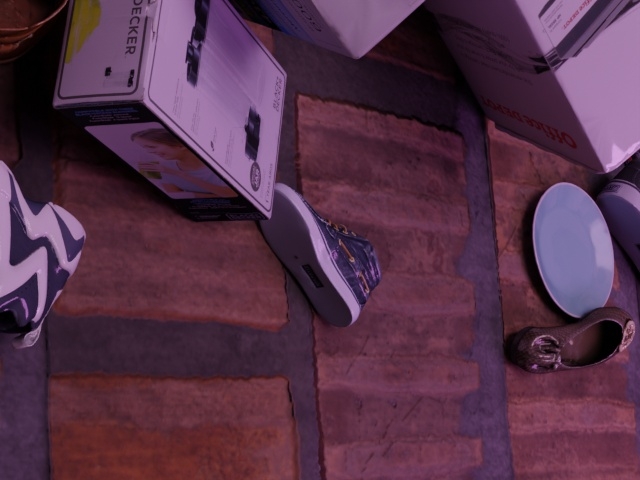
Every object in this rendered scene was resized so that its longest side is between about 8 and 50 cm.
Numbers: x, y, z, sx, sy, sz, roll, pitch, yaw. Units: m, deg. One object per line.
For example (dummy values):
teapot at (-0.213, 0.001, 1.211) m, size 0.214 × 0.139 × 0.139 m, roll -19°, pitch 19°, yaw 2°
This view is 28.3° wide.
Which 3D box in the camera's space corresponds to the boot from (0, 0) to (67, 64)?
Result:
boot at (-0.260, -0.197, 1.091) m, size 0.197 × 0.152 × 0.073 m, roll -44°, pitch 111°, yaw -42°

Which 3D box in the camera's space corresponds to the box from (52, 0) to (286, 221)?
box at (-0.128, -0.142, 1.174) m, size 0.290 × 0.087 × 0.169 m, roll 44°, pitch 48°, yaw -64°

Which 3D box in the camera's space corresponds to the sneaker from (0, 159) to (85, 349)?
sneaker at (-0.306, 0.008, 1.039) m, size 0.235 × 0.094 × 0.153 m, roll 43°, pitch 44°, yaw -42°

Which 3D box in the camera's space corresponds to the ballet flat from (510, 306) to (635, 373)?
ballet flat at (0.346, 0.136, 1.670) m, size 0.250 × 0.058 × 0.084 m, roll -3°, pitch 105°, yaw -44°

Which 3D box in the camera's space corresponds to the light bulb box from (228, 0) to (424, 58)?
light bulb box at (-0.049, -0.389, 1.167) m, size 0.225 × 0.361 × 0.358 m, roll -42°, pitch 114°, yaw -5°

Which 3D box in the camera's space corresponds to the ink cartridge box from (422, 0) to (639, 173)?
ink cartridge box at (0.234, -0.301, 1.471) m, size 0.166 × 0.285 × 0.395 m, roll -38°, pitch 119°, yaw -6°

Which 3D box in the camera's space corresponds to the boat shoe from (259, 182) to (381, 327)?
boat shoe at (0.000, 0.000, 1.375) m, size 0.083 × 0.065 × 0.183 m, roll -52°, pitch 122°, yaw -42°

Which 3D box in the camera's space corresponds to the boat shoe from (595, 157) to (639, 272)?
boat shoe at (0.515, 0.017, 1.844) m, size 0.306 × 0.113 × 0.105 m, roll 50°, pitch 64°, yaw -13°

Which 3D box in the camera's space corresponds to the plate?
plate at (0.339, 0.015, 1.732) m, size 0.188 × 0.024 × 0.188 m, roll 14°, pitch 70°, yaw -42°

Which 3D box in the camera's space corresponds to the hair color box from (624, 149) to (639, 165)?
hair color box at (0.515, -0.129, 1.857) m, size 0.043 × 0.141 × 0.072 m, roll -40°, pitch 108°, yaw -43°
